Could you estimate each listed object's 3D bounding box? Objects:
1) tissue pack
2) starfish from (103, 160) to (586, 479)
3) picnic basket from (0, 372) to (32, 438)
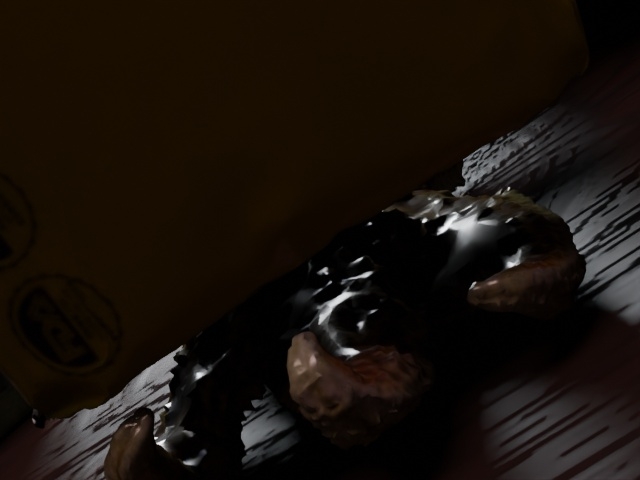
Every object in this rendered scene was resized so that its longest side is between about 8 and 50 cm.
[{"bbox_3d":[-0.077,-0.114,0.410,0.192,0.271,0.134,-33,18,10],"label":"tissue pack"},{"bbox_3d":[0.001,0.001,0.498,0.216,0.071,0.238,-39,29,-18],"label":"starfish"},{"bbox_3d":[-0.240,0.039,0.715,0.165,0.139,0.266,-42,19,-10],"label":"picnic basket"}]
